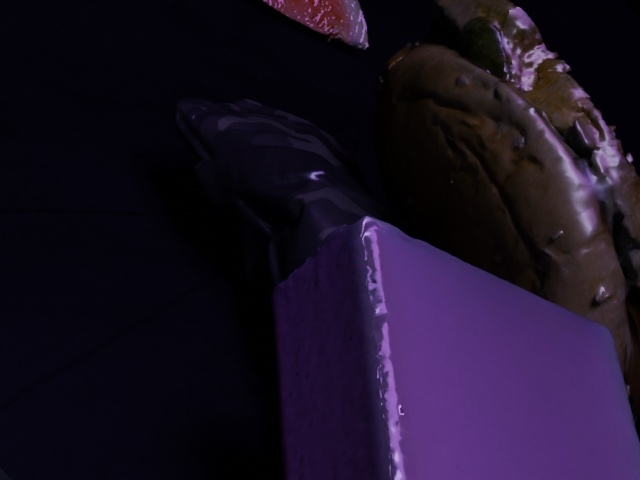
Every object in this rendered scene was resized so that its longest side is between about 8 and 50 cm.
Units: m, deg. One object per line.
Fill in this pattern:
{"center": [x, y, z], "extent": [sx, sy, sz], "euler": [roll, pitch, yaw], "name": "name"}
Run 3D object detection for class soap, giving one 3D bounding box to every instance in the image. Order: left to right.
{"center": [0.071, 0.134, 0.558], "extent": [0.181, 0.081, 0.259], "euler": [22, 44, -34], "name": "soap"}

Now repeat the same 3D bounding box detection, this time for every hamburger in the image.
{"center": [0.120, -0.007, 0.804], "extent": [0.285, 0.134, 0.265], "euler": [58, 2, 22], "name": "hamburger"}

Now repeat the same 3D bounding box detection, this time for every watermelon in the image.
{"center": [-0.053, -0.265, 1.233], "extent": [0.245, 0.063, 0.119], "euler": [29, 43, -31], "name": "watermelon"}

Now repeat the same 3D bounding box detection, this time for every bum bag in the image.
{"center": [0.007, 0.017, 0.755], "extent": [0.144, 0.095, 0.340], "euler": [23, 30, -42], "name": "bum bag"}

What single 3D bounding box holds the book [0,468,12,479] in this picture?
{"center": [-0.150, 0.162, 0.359], "extent": [0.228, 0.018, 0.322], "euler": [41, 23, 8], "name": "book"}
